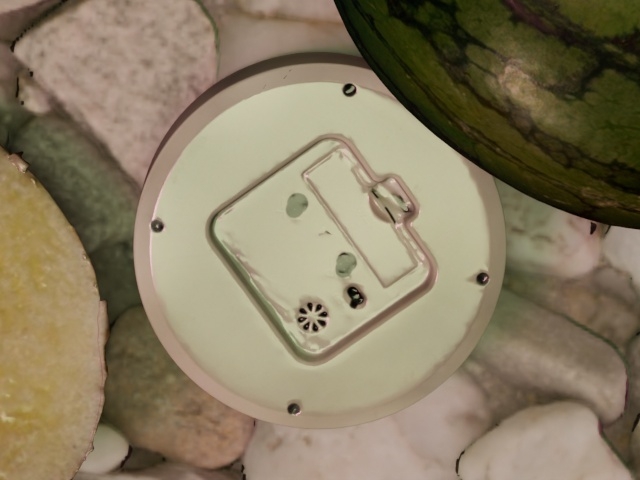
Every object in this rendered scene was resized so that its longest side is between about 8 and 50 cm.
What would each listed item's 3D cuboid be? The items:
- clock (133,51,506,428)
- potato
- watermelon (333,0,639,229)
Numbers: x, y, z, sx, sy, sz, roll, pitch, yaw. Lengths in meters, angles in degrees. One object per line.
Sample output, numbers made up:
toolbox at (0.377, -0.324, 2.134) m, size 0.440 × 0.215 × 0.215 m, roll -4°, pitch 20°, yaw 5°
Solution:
clock at (0.000, 0.000, 0.962) m, size 0.230 × 0.083 × 0.230 m, roll -1°, pitch 101°, yaw -4°
potato at (-0.254, 0.050, 0.939) m, size 0.239 × 0.116 × 0.299 m, roll -39°, pitch 86°, yaw -11°
watermelon at (0.173, -0.180, 0.805) m, size 0.363 × 0.363 × 0.363 m, roll 0°, pitch 102°, yaw -2°
